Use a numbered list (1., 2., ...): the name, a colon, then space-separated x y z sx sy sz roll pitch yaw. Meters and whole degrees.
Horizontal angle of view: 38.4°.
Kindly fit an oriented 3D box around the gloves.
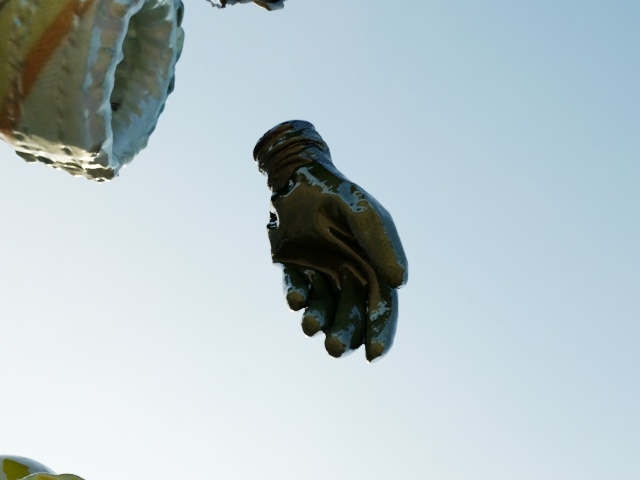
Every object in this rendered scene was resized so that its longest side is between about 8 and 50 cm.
1. gloves: 0.008 0.001 0.851 0.135 0.268 0.107 -38 -42 25

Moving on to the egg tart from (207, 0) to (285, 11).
1. egg tart: -0.041 -0.356 0.899 0.107 0.291 0.290 30 -39 41

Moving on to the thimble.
1. thimble: -0.287 -0.221 1.125 0.167 0.254 0.288 17 -83 8

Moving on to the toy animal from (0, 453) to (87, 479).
1. toy animal: -0.234 0.236 0.717 0.230 0.156 0.156 12 -48 55
